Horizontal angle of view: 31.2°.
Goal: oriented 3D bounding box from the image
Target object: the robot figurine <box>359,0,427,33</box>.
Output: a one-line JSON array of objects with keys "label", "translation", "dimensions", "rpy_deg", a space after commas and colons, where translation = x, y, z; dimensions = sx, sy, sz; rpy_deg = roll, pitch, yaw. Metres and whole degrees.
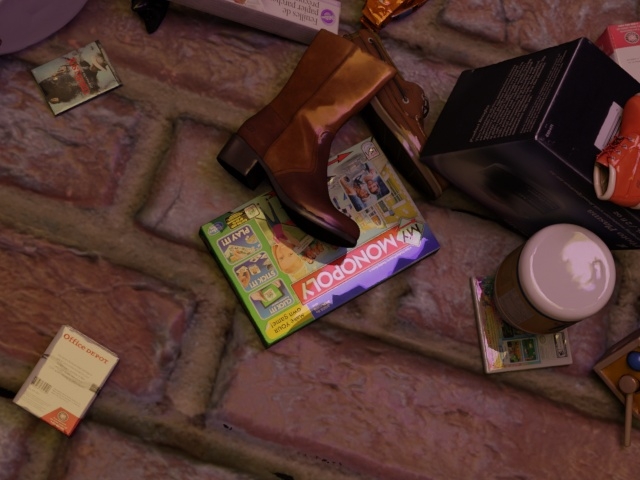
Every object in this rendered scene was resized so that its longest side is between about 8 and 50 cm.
[{"label": "robot figurine", "translation": [0.141, -0.488, 1.920], "dimensions": [0.291, 0.085, 0.211], "rpy_deg": [-43, 86, -15]}]

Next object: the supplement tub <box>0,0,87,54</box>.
[{"label": "supplement tub", "translation": [-0.520, -0.474, 1.743], "dimensions": [0.241, 0.241, 0.331], "rpy_deg": [-32, 82, -14]}]

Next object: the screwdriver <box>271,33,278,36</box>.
[{"label": "screwdriver", "translation": [-0.082, -0.417, 1.902], "dimensions": [0.024, 0.025, 0.170], "rpy_deg": [-6, 78, -9]}]

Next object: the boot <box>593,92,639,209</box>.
[{"label": "boot", "translation": [0.409, -0.123, 1.539], "dimensions": [0.085, 0.059, 0.158], "rpy_deg": [6, 87, -22]}]

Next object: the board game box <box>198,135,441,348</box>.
[{"label": "board game box", "translation": [0.000, 0.000, 1.799], "dimensions": [0.317, 0.046, 0.213], "rpy_deg": [-29, 81, -14]}]

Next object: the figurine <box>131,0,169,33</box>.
[{"label": "figurine", "translation": [-0.274, -0.464, 1.803], "dimensions": [0.092, 0.215, 0.209], "rpy_deg": [17, 76, 33]}]

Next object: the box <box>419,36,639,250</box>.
[{"label": "box", "translation": [0.362, -0.125, 1.710], "dimensions": [0.296, 0.294, 0.182], "rpy_deg": [34, 74, -22]}]

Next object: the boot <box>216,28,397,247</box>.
[{"label": "boot", "translation": [0.023, -0.156, 1.764], "dimensions": [0.264, 0.096, 0.280], "rpy_deg": [36, 79, 21]}]

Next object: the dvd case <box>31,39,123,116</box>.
[{"label": "dvd case", "translation": [-0.387, -0.259, 1.826], "dimensions": [0.119, 0.013, 0.087], "rpy_deg": [-27, 81, -14]}]

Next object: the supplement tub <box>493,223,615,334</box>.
[{"label": "supplement tub", "translation": [0.345, 0.064, 1.730], "dimensions": [0.144, 0.199, 0.144], "rpy_deg": [1, 77, -6]}]

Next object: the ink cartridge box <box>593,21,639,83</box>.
[{"label": "ink cartridge box", "translation": [0.561, -0.251, 1.915], "dimensions": [0.159, 0.092, 0.217], "rpy_deg": [-9, 76, -10]}]

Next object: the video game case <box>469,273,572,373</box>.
[{"label": "video game case", "translation": [0.319, 0.127, 1.826], "dimensions": [0.143, 0.019, 0.157], "rpy_deg": [-5, 78, -9]}]

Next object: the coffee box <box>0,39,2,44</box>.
[{"label": "coffee box", "translation": [-0.614, -0.243, 1.647], "dimensions": [0.168, 0.297, 0.119], "rpy_deg": [50, 31, 7]}]

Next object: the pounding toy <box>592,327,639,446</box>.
[{"label": "pounding toy", "translation": [0.497, 0.220, 1.776], "dimensions": [0.130, 0.141, 0.100], "rpy_deg": [50, 47, 6]}]

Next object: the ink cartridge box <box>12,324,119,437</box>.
[{"label": "ink cartridge box", "translation": [-0.372, 0.207, 1.689], "dimensions": [0.099, 0.056, 0.135], "rpy_deg": [32, 75, 0]}]

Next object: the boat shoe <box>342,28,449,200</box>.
[{"label": "boat shoe", "translation": [0.126, -0.210, 1.834], "dimensions": [0.104, 0.111, 0.307], "rpy_deg": [-34, 83, -13]}]

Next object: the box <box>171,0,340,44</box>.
[{"label": "box", "translation": [-0.122, -0.383, 1.806], "dimensions": [0.324, 0.067, 0.063], "rpy_deg": [12, 75, -27]}]
